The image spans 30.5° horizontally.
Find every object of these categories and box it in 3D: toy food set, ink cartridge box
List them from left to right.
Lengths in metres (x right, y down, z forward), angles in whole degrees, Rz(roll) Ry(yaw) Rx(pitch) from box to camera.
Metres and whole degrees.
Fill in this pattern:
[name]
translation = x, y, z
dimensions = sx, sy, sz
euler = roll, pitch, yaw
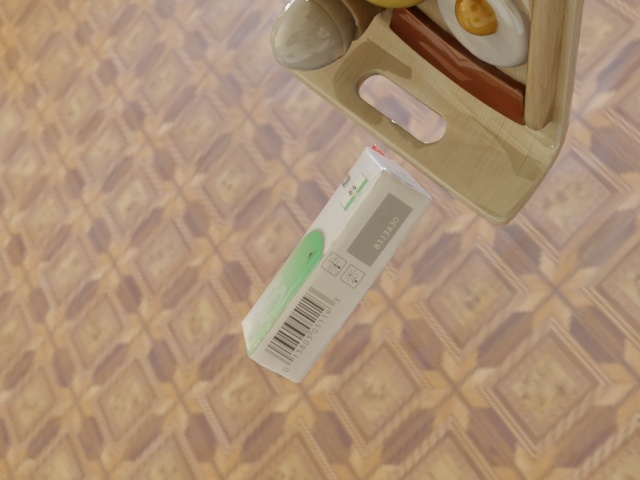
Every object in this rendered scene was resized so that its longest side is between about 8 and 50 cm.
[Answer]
[ink cartridge box]
translation = 0.000, 0.000, 0.989
dimensions = 0.181, 0.056, 0.224
euler = -55, 18, 8
[toy food set]
translation = 0.034, -0.152, 0.668
dimensions = 0.220, 0.306, 0.092
euler = 40, 73, 24
